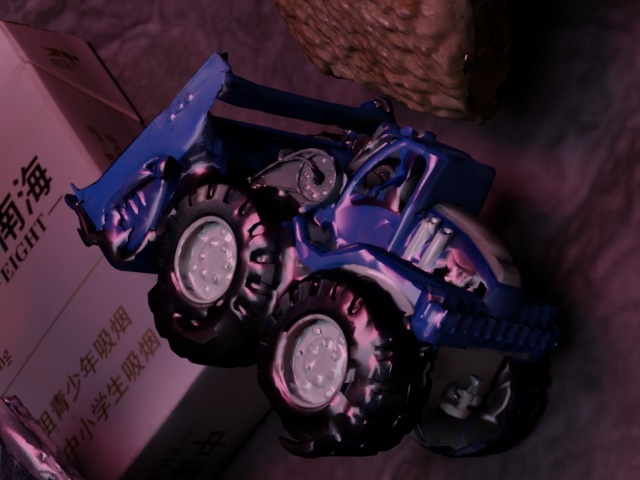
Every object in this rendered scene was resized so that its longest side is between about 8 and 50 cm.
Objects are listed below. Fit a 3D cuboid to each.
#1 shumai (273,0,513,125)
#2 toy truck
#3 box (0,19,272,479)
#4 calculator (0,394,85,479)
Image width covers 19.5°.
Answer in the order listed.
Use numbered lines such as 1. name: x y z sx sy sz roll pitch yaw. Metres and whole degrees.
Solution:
1. shumai: 0.048 -0.124 0.767 0.116 0.145 0.145 -39 48 -19
2. toy truck: 0.000 0.000 0.779 0.208 0.113 0.126 33 105 39
3. box: -0.126 0.025 0.922 0.155 0.067 0.243 -50 55 23
4. calculator: -0.119 0.207 0.846 0.166 0.028 0.274 45 139 36
